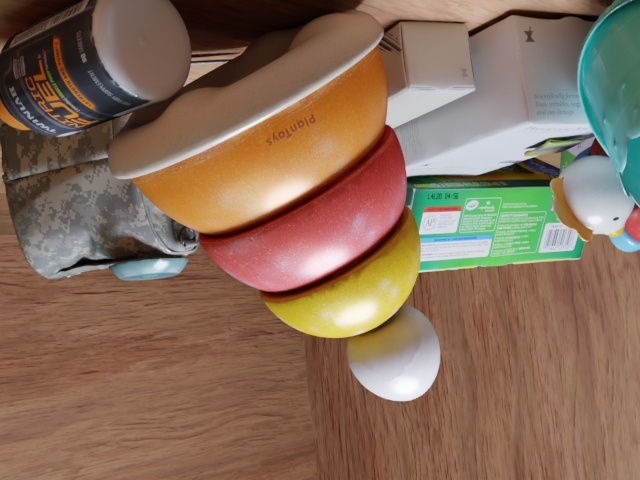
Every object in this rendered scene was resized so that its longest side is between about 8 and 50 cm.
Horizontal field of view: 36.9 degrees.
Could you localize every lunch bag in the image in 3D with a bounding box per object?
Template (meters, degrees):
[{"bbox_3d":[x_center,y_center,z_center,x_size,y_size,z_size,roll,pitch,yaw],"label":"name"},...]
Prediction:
[{"bbox_3d":[-0.338,-0.080,1.501,0.305,0.256,0.212,-8,175,27],"label":"lunch bag"}]

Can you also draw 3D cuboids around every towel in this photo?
[{"bbox_3d":[0.333,-0.134,1.369,0.060,0.009,0.083,-6,175,-13],"label":"towel"}]

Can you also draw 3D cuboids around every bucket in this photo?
[{"bbox_3d":[0.453,-0.185,1.148,0.281,0.183,0.281,-11,144,-8],"label":"bucket"}]

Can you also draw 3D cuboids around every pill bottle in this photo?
[{"bbox_3d":[-0.267,-0.189,1.056,0.245,0.130,0.130,-11,173,41],"label":"pill bottle"}]

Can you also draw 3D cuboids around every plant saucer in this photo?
[{"bbox_3d":[-0.259,0.045,1.449,0.119,0.021,0.119,-6,174,-1],"label":"plant saucer"}]

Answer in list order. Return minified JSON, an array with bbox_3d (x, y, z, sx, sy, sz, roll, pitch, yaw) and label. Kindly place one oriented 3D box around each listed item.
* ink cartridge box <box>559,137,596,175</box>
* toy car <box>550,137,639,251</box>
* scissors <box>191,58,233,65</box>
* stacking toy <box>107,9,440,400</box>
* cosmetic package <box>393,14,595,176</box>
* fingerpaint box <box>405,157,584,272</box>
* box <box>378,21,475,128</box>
[{"bbox_3d":[0.539,-0.159,1.576,0.121,0.211,0.289,8,175,-30],"label":"ink cartridge box"},{"bbox_3d":[0.427,-0.057,1.383,0.238,0.210,0.219,-28,176,-27],"label":"toy car"},{"bbox_3d":[-0.256,-0.227,1.257,0.297,0.021,0.109,-5,174,7],"label":"scissors"},{"bbox_3d":[0.000,0.000,1.154,0.350,0.480,0.350,-25,-164,8],"label":"stacking toy"},{"bbox_3d":[0.254,-0.200,1.429,0.217,0.156,0.385,-5,176,-28],"label":"cosmetic package"},{"bbox_3d":[0.229,-0.093,1.814,0.445,0.163,0.371,-3,-157,-32],"label":"fingerpaint box"},{"bbox_3d":[0.096,-0.221,1.356,0.113,0.094,0.275,-4,174,-26],"label":"box"}]
